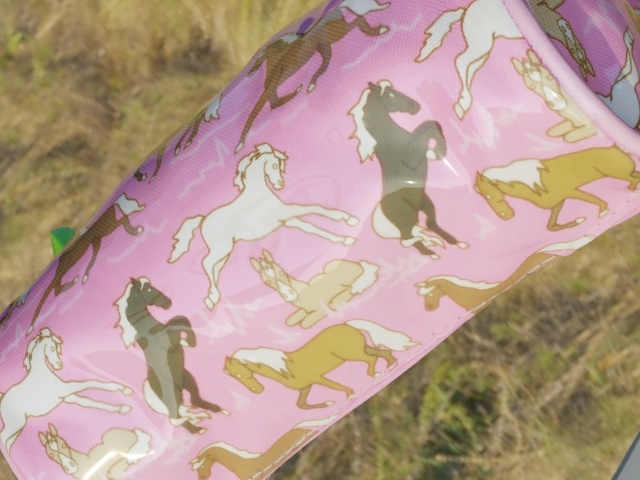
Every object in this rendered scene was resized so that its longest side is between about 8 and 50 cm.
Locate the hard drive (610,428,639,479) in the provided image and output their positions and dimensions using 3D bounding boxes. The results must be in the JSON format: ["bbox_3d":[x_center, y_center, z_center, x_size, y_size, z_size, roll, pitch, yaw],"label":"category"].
[{"bbox_3d":[0.326,0.194,0.933,0.233,0.353,0.047,-63,32,9],"label":"hard drive"}]

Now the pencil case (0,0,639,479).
[{"bbox_3d":[0.000,0.000,0.712,0.386,0.167,0.160,-42,40,29],"label":"pencil case"}]

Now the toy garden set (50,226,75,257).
[{"bbox_3d":[-0.176,0.128,1.392,0.049,0.204,0.244,-23,51,-22],"label":"toy garden set"}]
